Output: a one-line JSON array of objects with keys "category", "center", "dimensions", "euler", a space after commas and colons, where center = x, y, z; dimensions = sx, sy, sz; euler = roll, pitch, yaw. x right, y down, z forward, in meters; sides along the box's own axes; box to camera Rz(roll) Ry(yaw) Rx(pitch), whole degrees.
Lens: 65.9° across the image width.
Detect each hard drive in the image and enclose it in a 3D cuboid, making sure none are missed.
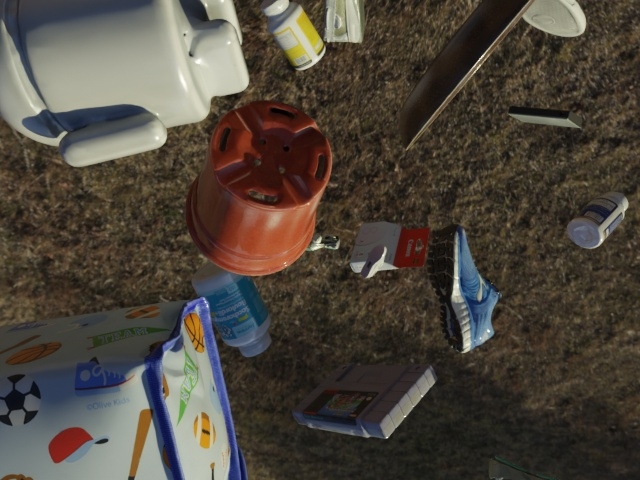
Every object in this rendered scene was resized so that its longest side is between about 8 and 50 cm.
[{"category": "hard drive", "center": [0.513, -0.283, 1.128], "dimensions": [0.135, 0.094, 0.022], "euler": [21, 103, 42]}]

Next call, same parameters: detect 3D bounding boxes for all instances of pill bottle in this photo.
[{"category": "pill bottle", "center": [-0.226, 0.181, 1.329], "dimensions": [0.146, 0.146, 0.264], "euler": [-14, 111, 26]}, {"category": "pill bottle", "center": [0.534, -0.043, 0.945], "dimensions": [0.067, 0.120, 0.067], "euler": [42, 154, 25]}, {"category": "pill bottle", "center": [-0.073, -0.545, 1.280], "dimensions": [0.103, 0.103, 0.184], "euler": [-16, 136, 27]}]

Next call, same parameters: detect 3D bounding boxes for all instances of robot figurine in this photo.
[{"category": "robot figurine", "center": [-0.279, -0.236, 0.646], "dimensions": [0.353, 0.300, 0.200], "euler": [-10, 156, -1]}]

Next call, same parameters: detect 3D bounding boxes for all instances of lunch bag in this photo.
[{"category": "lunch bag", "center": [-0.270, 0.288, 0.590], "dimensions": [0.328, 0.239, 0.385], "euler": [-9, 101, 4]}]

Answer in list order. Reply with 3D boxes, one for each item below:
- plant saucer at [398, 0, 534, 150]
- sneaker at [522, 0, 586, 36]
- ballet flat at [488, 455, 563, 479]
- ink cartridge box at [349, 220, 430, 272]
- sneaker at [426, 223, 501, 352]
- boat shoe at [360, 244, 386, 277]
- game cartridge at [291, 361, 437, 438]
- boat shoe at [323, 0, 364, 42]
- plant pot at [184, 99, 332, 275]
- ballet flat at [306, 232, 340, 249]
[{"category": "plant saucer", "center": [0.208, -0.263, 0.702], "dimensions": [0.050, 0.310, 0.310], "euler": [40, 129, 2]}, {"category": "sneaker", "center": [0.385, -0.476, 0.837], "dimensions": [0.296, 0.104, 0.147], "euler": [23, 90, -33]}, {"category": "ballet flat", "center": [0.530, 0.611, 1.242], "dimensions": [0.213, 0.068, 0.072], "euler": [6, 162, 38]}, {"category": "ink cartridge box", "center": [0.226, 0.012, 1.612], "dimensions": [0.232, 0.189, 0.066], "euler": [-10, 129, 29]}, {"category": "sneaker", "center": [0.380, 0.116, 1.289], "dimensions": [0.147, 0.130, 0.330], "euler": [-13, 97, -18]}, {"category": "boat shoe", "center": [0.134, 0.050, 1.178], "dimensions": [0.035, 0.035, 0.100], "euler": [-2, 129, -42]}, {"category": "game cartridge", "center": [0.099, 0.400, 1.273], "dimensions": [0.355, 0.230, 0.068], "euler": [-19, 98, 51]}, {"category": "boat shoe", "center": [0.028, -0.566, 1.047], "dimensions": [0.103, 0.118, 0.320], "euler": [0, 149, 13]}, {"category": "plant pot", "center": [-0.110, -0.099, 0.908], "dimensions": [0.272, 0.272, 0.265], "euler": [26, 157, -5]}, {"category": "ballet flat", "center": [0.000, 0.000, 1.204], "dimensions": [0.114, 0.041, 0.041], "euler": [-1, 141, -34]}]
